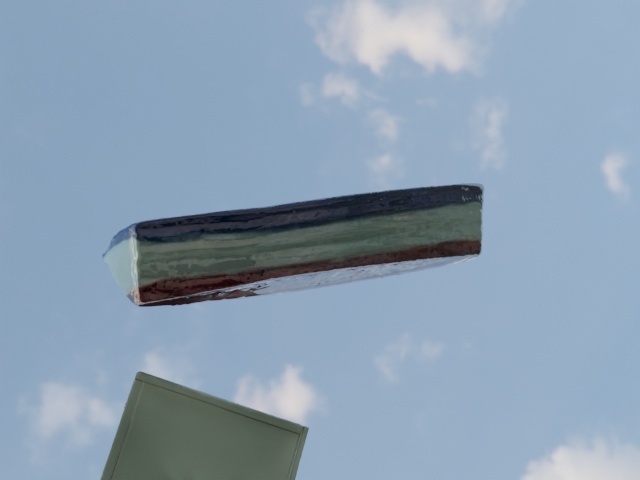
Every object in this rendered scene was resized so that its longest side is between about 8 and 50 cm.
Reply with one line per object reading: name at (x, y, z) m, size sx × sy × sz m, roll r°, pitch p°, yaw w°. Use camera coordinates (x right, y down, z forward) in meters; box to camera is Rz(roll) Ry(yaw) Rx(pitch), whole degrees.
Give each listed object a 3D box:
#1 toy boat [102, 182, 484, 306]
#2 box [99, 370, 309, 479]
toy boat at (0.000, 0.000, 0.678) m, size 0.229 × 0.080 × 0.046 m, roll -6°, pitch -106°, yaw -31°
box at (-0.106, 0.224, 0.888) m, size 0.129 × 0.086 × 0.225 m, roll 19°, pitch -112°, yaw -6°
